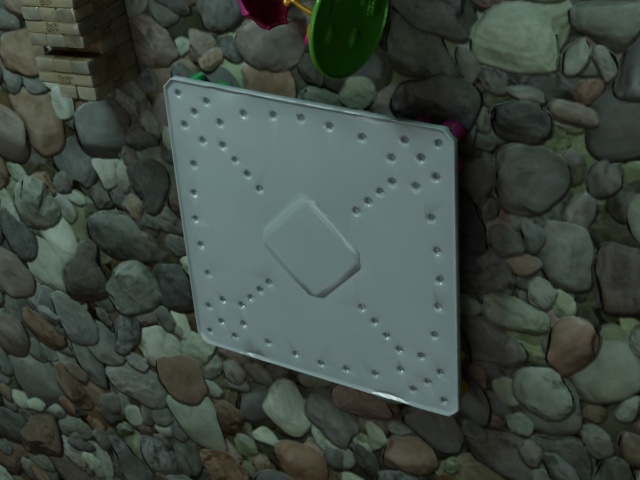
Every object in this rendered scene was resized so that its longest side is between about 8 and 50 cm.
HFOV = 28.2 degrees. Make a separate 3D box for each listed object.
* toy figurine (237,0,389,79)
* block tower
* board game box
[{"bbox_3d":[-0.021,-0.278,1.366,0.159,0.130,0.173,26,109,32],"label":"toy figurine"},{"bbox_3d":[-0.311,-0.341,1.529,0.091,0.097,0.335,9,122,30],"label":"block tower"},{"bbox_3d":[0.000,0.000,1.561,0.390,0.050,0.390,14,125,28],"label":"board game box"}]
